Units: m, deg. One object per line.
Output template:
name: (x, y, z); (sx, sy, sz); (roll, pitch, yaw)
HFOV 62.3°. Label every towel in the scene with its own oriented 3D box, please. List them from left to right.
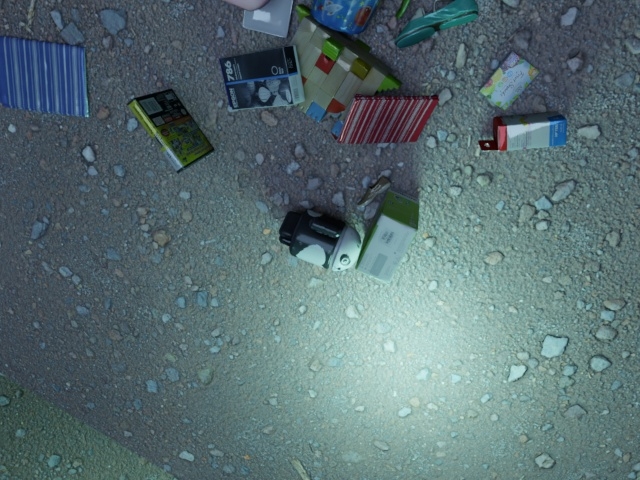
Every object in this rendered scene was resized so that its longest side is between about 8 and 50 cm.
towel: (-0.967, -0.567, 1.840); (0.336, 0.040, 0.243); (9, 113, 6)
towel: (0.199, -0.360, 1.576); (0.275, 0.031, 0.199); (-5, 151, -17)

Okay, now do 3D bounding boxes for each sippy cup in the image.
sippy cup: (0.080, -0.708, 1.466); (0.305, 0.240, 0.224); (37, 128, 19)

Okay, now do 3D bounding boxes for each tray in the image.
tray: (-0.142, -0.762, 1.583); (0.145, 0.030, 0.270); (16, 115, 5)

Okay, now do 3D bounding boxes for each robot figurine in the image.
robot figurine: (-0.001, 0.001, 1.798); (0.278, 0.209, 0.173); (21, 104, 5)

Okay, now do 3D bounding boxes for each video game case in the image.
video game case: (-0.466, -0.355, 1.689); (0.035, 0.275, 0.248); (-30, 104, 19)

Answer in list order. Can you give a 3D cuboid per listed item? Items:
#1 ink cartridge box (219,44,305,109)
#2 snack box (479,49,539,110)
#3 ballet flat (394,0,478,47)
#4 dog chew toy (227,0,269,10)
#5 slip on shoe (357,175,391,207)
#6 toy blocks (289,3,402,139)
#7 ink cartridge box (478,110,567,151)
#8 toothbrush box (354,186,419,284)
ink cartridge box: (-0.202, -0.490, 1.619); (0.333, 0.065, 0.165); (6, 117, 39)
snack box: (0.553, -0.470, 1.559); (0.100, 0.037, 0.141); (35, 115, -6)
ballet flat: (0.324, -0.638, 1.523); (0.247, 0.083, 0.087); (-16, 84, 18)
dog chew toy: (-0.188, -0.815, 1.450); (0.207, 0.206, 0.331); (24, 108, 1)
slip on shoe: (0.171, -0.162, 1.763); (0.135, 0.051, 0.041); (-38, 106, 20)
toy blocks: (0.021, -0.483, 1.604); (0.381, 0.190, 0.261); (36, 125, -1)
ink cartridge box: (0.589, -0.322, 1.562); (0.231, 0.134, 0.078); (-3, 113, 12)
toothbrush box: (0.217, -0.024, 1.685); (0.122, 0.283, 0.206); (25, 116, 2)
